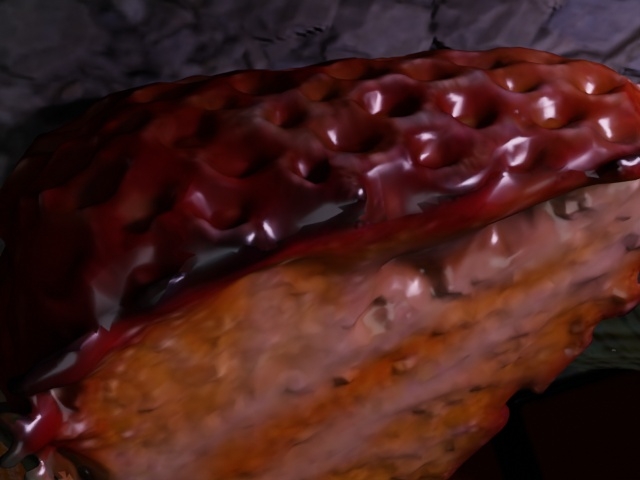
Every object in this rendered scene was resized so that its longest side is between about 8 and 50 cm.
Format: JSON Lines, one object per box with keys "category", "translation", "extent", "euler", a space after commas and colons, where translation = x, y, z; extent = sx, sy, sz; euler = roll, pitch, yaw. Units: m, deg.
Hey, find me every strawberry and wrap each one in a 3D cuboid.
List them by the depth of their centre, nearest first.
{"category": "strawberry", "translation": [-0.015, 0.000, 0.762], "extent": [0.253, 0.150, 0.280], "euler": [20, 122, -46]}

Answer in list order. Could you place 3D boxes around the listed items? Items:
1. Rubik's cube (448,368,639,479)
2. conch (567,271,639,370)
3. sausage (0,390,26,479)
{"category": "Rubik's cube", "translation": [0.114, 0.273, 0.958], "extent": [0.293, 0.283, 0.288], "euler": [-17, 134, 6]}
{"category": "conch", "translation": [0.226, 0.017, 0.819], "extent": [0.386, 0.169, 0.203], "euler": [-11, 110, -5]}
{"category": "sausage", "translation": [-0.129, 0.146, 0.925], "extent": [0.071, 0.071, 0.234], "euler": [-7, 135, -6]}
